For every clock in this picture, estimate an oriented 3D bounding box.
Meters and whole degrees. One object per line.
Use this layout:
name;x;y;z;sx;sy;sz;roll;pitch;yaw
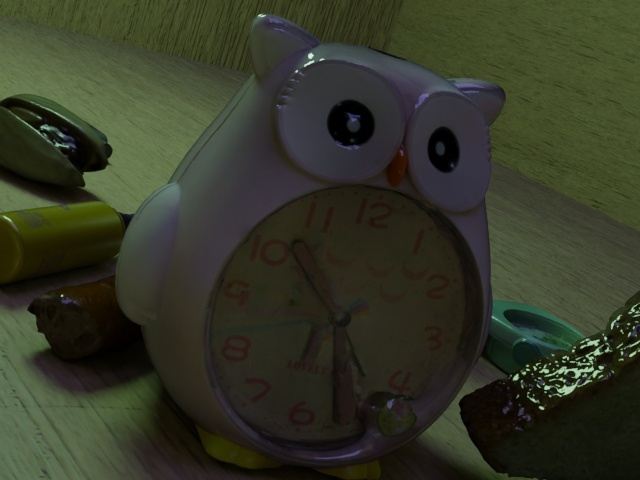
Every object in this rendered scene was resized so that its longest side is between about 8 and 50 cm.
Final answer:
clock;0.000;0.000;0.928;0.368;0.377;0.250;13;11;-21
clock;0.302;0.151;1.337;0.159;0.066;0.211;8;19;-35

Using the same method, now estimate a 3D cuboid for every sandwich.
sandwich;0.310;0.190;0.983;0.254;0.288;0.099;60;-1;-31

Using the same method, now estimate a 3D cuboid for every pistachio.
pistachio;-0.417;-0.144;1.455;0.206;0.131;0.129;28;62;17

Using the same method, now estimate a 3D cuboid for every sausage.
sausage;-0.201;0.057;1.045;0.103;0.076;0.302;21;15;9

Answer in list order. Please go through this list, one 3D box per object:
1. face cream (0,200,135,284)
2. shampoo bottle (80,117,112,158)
face cream;-0.293;-0.005;1.156;0.078;0.078;0.273;24;16;20
shampoo bottle;-0.420;-0.184;1.721;0.080;0.040;0.165;5;20;-44
